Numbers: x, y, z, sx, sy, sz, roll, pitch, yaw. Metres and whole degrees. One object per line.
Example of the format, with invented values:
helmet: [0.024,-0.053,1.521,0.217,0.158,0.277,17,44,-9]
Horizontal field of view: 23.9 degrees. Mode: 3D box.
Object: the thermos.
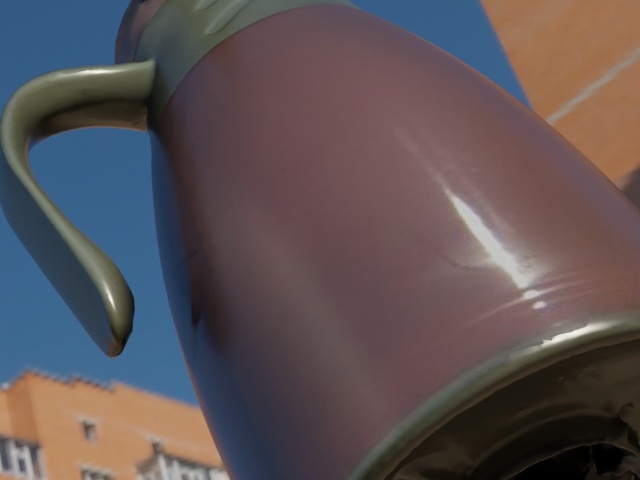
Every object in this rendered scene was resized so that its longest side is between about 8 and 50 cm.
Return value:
thermos: [0.000,0.000,0.477,0.176,0.265,0.146,-8,-50,-25]
